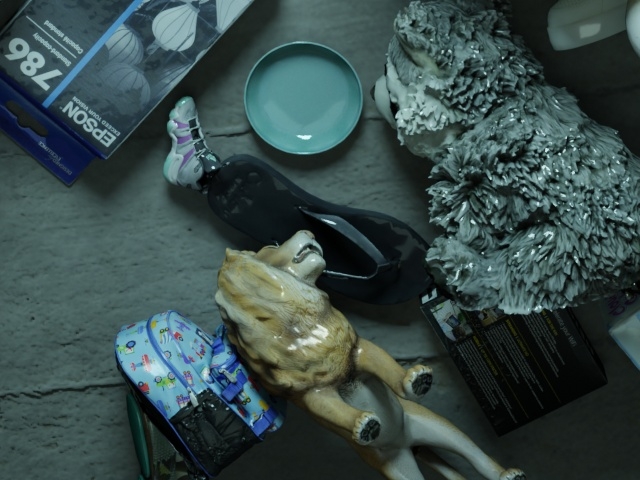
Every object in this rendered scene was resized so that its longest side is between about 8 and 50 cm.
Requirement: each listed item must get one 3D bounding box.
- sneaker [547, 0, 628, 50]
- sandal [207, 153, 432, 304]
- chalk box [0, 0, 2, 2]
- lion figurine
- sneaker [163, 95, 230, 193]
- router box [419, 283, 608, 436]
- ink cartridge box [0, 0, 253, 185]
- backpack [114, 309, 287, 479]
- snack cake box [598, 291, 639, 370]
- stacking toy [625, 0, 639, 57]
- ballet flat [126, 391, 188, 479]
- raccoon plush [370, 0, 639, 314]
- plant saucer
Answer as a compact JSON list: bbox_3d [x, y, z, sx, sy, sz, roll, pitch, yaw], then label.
[{"bbox_3d":[0.307,-0.309,1.854,0.292,0.108,0.169,-32,107,-15],"label":"sneaker"},{"bbox_3d":[-0.001,0.000,2.039,0.254,0.054,0.097,24,111,-9],"label":"sandal"},{"bbox_3d":[-0.427,-0.311,1.831,0.180,0.179,0.289,-36,110,27],"label":"chalk box"},{"bbox_3d":[0.043,0.166,2.040,0.142,0.240,0.392,-45,132,-15],"label":"lion figurine"},{"bbox_3d":[-0.120,-0.093,1.998,0.069,0.038,0.098,24,125,27],"label":"sneaker"},{"bbox_3d":[0.202,0.102,2.083,0.133,0.046,0.179,-27,110,11],"label":"router box"},{"bbox_3d":[-0.206,-0.205,1.954,0.165,0.065,0.333,39,109,-15],"label":"ink cartridge box"},{"bbox_3d":[-0.129,0.140,2.052,0.117,0.158,0.173,-39,97,10],"label":"backpack"},{"bbox_3d":[0.395,0.131,2.035,0.089,0.152,0.264,-37,107,15],"label":"snack cake box"},{"bbox_3d":[0.243,-0.343,1.695,0.350,0.350,0.480,-32,98,13],"label":"stacking toy"},{"bbox_3d":[-0.166,0.248,2.144,0.079,0.077,0.221,-8,119,-15],"label":"ballet flat"},{"bbox_3d":[0.260,-0.108,1.889,0.446,0.216,0.299,-2,111,15],"label":"raccoon plush"},{"bbox_3d":[-0.017,-0.145,1.996,0.119,0.021,0.119,0,112,1],"label":"plant saucer"}]
